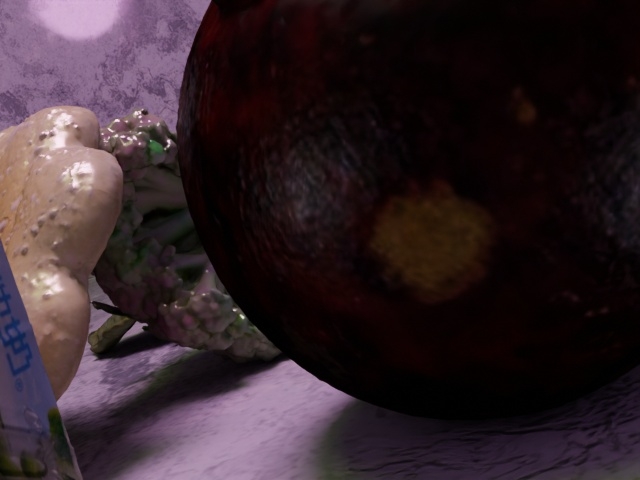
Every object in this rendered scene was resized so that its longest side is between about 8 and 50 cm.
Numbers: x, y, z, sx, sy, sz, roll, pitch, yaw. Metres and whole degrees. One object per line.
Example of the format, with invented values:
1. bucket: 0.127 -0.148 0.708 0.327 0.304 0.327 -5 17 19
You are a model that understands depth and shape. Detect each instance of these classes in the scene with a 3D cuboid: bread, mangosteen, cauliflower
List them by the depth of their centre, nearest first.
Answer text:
1. mangosteen: 0.098 -0.041 0.461 0.306 0.359 0.306 -37 27 23
2. bread: -0.242 0.039 0.632 0.054 0.316 0.316 27 -25 -36
3. cauliflower: -0.075 -0.035 0.755 0.315 0.239 0.256 -45 10 3

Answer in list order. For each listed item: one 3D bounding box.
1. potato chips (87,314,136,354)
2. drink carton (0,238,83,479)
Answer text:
1. potato chips: -0.117 -0.026 1.087 0.389 0.097 0.373 -50 -7 18
2. drink carton: -0.228 0.095 0.347 0.131 0.194 0.324 -16 6 7
